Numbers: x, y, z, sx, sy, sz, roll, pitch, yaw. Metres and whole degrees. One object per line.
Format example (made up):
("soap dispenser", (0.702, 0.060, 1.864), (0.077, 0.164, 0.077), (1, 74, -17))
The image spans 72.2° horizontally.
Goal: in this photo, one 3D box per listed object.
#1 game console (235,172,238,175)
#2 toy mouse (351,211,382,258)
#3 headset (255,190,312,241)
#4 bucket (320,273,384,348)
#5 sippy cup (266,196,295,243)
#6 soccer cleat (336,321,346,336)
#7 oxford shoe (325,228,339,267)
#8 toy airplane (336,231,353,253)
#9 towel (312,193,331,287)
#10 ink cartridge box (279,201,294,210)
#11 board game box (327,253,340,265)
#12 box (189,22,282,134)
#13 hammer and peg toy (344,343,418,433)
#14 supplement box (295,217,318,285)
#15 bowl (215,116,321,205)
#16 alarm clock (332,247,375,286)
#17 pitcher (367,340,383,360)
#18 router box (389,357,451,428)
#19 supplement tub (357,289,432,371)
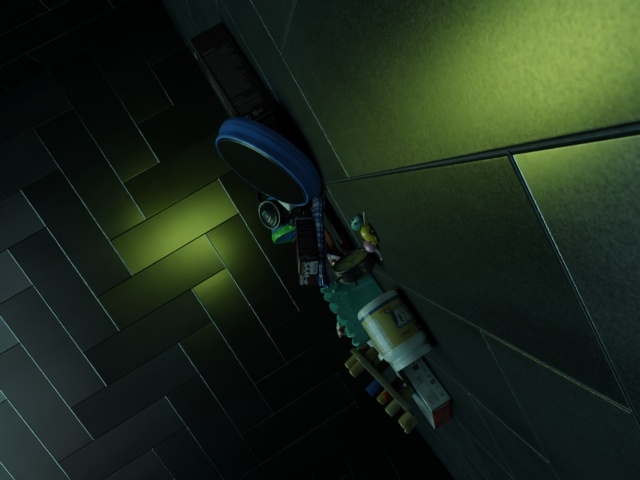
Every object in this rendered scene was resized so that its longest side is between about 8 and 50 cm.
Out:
("game console", (-0.366, -0.489, 1.901), (0.386, 0.060, 0.342), (153, 117, -79))
("toy mouse", (0.120, -0.017, 1.223), (0.161, 0.031, 0.143), (61, 174, -19))
("headset", (-0.136, -0.136, 1.917), (0.394, 0.243, 0.185), (61, 141, 41))
("bucket", (0.141, 0.246, 1.643), (0.281, 0.183, 0.281), (58, 174, 10))
("sippy cup", (-0.170, -0.131, 2.260), (0.240, 0.305, 0.224), (-10, -105, -49))
("soccer cleat", (0.071, 0.312, 1.537), (0.083, 0.029, 0.036), (76, 171, -58))
("oxford shoe", (0.023, 0.055, 2.067), (0.097, 0.098, 0.271), (52, 171, 49))
("toy airplane", (0.096, 0.027, 1.659), (0.151, 0.028, 0.151), (57, 174, 9))
("towel", (0.000, 0.000, 1.646), (0.243, 0.040, 0.336), (-170, 77, -84))
("ink cartridge box", (-0.194, -0.296, 1.735), (0.261, 0.066, 0.296), (42, 154, 25))
("board game box", (0.083, 0.125, 1.977), (0.133, 0.033, 0.168), (53, 159, -25))
("box", (-0.290, -0.533, 1.535), (0.382, 0.143, 0.191), (56, 174, 9))
("hammer and peg toy", (0.253, 0.542, 1.614), (0.361, 0.127, 0.266), (46, 173, 6))
("supplement box", (-0.054, 0.038, 1.641), (0.240, 0.073, 0.130), (-100, 10, -48))
("bowl", (-0.180, -0.251, 1.481), (0.391, 0.077, 0.391), (29, 165, 9))
("alarm clock", (0.109, 0.072, 1.376), (0.064, 0.129, 0.192), (58, -157, -20))
("pitcher", (0.263, 0.465, 2.124), (0.207, 0.125, 0.178), (49, -166, -26))
("router box", (0.360, 0.518, 1.672), (0.335, 0.082, 0.301), (55, 173, 36))
("supplement tub", (0.216, 0.261, 1.278), (0.200, 0.144, 0.144), (57, 174, 17))
